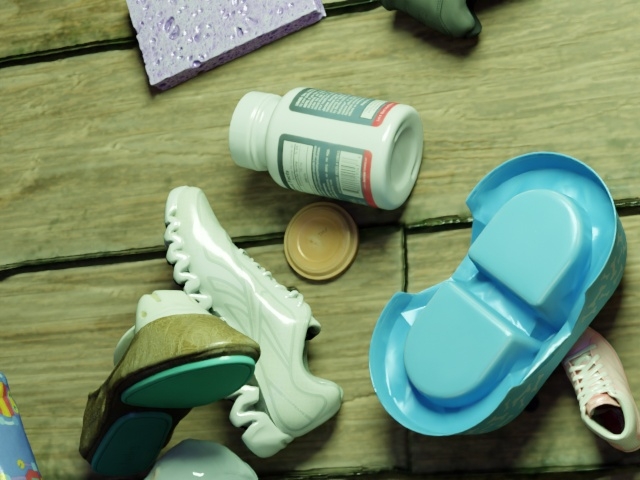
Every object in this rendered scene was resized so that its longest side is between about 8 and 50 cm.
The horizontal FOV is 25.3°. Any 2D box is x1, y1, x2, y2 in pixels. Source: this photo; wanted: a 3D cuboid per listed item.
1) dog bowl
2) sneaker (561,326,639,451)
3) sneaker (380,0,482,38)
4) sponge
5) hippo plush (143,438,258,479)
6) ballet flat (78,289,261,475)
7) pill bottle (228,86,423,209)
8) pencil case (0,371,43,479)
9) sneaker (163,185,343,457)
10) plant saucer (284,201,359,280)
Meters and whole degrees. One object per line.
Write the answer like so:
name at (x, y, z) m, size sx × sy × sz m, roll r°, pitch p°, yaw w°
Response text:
dog bowl at (0.174, 0.059, 1.356) m, size 0.166 × 0.074 × 0.297 m, roll 40°, pitch 95°, yaw 38°
sneaker at (0.258, 0.133, 1.326) m, size 0.051 × 0.070 × 0.134 m, roll -32°, pitch 69°, yaw 15°
sneaker at (0.182, -0.332, 1.440) m, size 0.130 × 0.109 × 0.286 m, roll 36°, pitch 103°, yaw 17°
sponge at (-0.107, -0.258, 1.570) m, size 0.210 × 0.031 × 0.117 m, roll -22°, pitch 72°, yaw 17°
hippo plush at (-0.073, 0.319, 1.383) m, size 0.236 × 0.234 × 0.294 m, roll 56°, pitch 145°, yaw 39°
ballet flat at (-0.159, 0.125, 1.403) m, size 0.342 × 0.116 × 0.124 m, roll 131°, pitch 137°, yaw -55°
pill bottle at (0.004, -0.099, 1.453) m, size 0.180 × 0.108 × 0.108 m, roll 13°, pitch 85°, yaw 24°
pencil case at (-0.357, 0.289, 1.515) m, size 0.133 × 0.119 × 0.306 m, roll -23°, pitch 71°, yaw -1°
sneaker at (-0.071, 0.069, 1.460) m, size 0.118 × 0.110 × 0.292 m, roll -26°, pitch 79°, yaw 8°
plant saucer at (0.000, 0.000, 1.486) m, size 0.083 × 0.013 × 0.083 m, roll -4°, pitch 78°, yaw 20°
